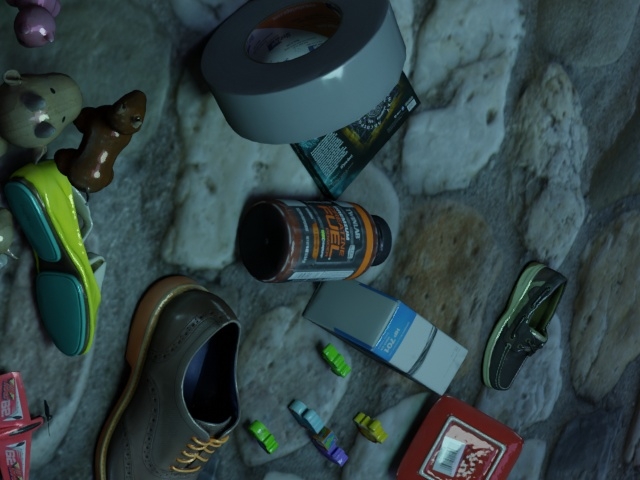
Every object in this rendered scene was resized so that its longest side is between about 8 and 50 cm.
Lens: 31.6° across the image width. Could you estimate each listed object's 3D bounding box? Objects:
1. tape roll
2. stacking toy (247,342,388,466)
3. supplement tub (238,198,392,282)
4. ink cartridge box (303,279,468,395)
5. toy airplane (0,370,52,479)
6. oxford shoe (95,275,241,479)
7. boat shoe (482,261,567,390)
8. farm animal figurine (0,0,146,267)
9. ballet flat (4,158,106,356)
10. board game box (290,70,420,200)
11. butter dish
[{"bbox_3d":[-0.019,-0.203,1.253,0.219,0.219,0.072,-43,133,-21],"label":"tape roll"},{"bbox_3d":[-0.005,0.270,1.600,0.167,0.052,0.221,-46,131,-21],"label":"stacking toy"},{"bbox_3d":[0.000,0.000,1.443,0.198,0.106,0.106,-1,109,-43],"label":"supplement tub"},{"bbox_3d":[0.092,0.127,1.558,0.191,0.140,0.082,37,80,-45],"label":"ink cartridge box"},{"bbox_3d":[-0.365,0.217,1.249,0.151,0.028,0.151,-18,118,-37],"label":"toy airplane"},{"bbox_3d":[-0.176,0.233,1.357,0.130,0.133,0.363,-4,111,-43],"label":"oxford shoe"},{"bbox_3d":[0.334,0.146,1.843,0.080,0.073,0.223,19,94,-46],"label":"boat shoe"},{"bbox_3d":[-0.313,-0.132,1.008,0.327,0.172,0.330,-41,117,-12],"label":"farm animal figurine"},{"bbox_3d":[-0.271,0.016,1.222,0.077,0.077,0.231,-43,132,-44],"label":"ballet flat"},{"bbox_3d":[0.044,-0.159,1.470,0.186,0.026,0.126,-49,133,-16],"label":"board game box"},{"bbox_3d":[0.211,0.337,1.789,0.160,0.118,0.160,30,87,-6],"label":"butter dish"}]
